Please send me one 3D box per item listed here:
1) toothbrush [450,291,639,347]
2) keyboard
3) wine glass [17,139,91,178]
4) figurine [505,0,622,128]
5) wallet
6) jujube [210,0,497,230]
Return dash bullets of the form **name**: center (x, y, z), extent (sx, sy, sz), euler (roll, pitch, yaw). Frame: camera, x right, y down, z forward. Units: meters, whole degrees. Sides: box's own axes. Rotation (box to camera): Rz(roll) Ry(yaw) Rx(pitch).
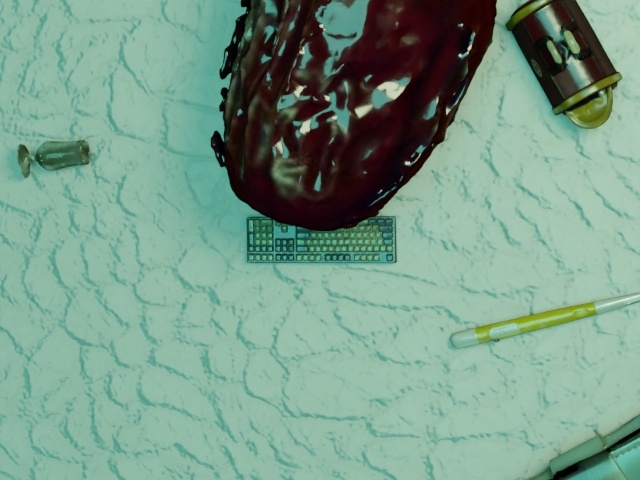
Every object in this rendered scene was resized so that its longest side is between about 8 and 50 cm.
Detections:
- **toothbrush**: center (0.283, 0.081, 1.406), extent (0.288, 0.024, 0.021), euler (-15, 95, 14)
- **keyboard**: center (0.000, 0.000, 1.464), extent (0.176, 0.014, 0.055), euler (0, 93, 12)
- **wine glass**: center (-0.316, -0.098, 1.510), extent (0.083, 0.039, 0.042), euler (-5, 93, 9)
- **figurine**: center (0.264, -0.192, 1.342), extent (0.082, 0.098, 0.154), euler (-29, 87, 10)
- **wallet**: center (0.325, 0.305, 1.398), extent (0.250, 0.075, 0.176), euler (-31, 93, 13)
- **jujube**: center (0.035, -0.198, 1.326), extent (0.258, 0.258, 0.376), euler (27, 111, 8)
